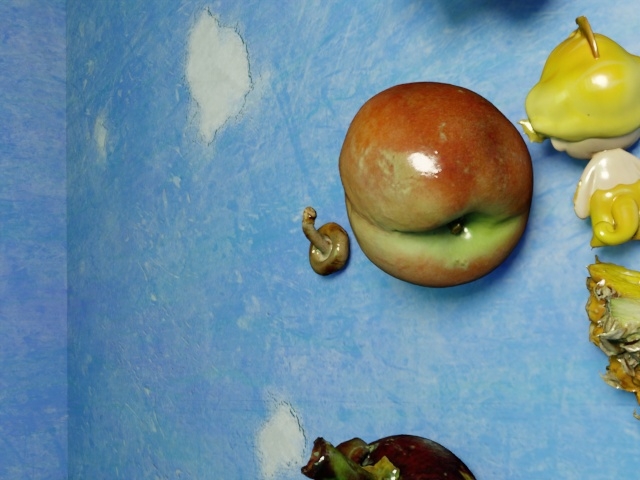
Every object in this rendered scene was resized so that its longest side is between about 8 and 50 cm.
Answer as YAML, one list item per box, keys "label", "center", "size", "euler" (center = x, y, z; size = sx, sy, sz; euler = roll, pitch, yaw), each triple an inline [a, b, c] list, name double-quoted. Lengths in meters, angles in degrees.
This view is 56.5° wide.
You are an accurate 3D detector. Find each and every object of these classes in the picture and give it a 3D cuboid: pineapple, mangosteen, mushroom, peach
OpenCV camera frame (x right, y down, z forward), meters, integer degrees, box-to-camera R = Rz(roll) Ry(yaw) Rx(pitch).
- label: "pineapple"
  center: [0.326, 0.126, 0.576]
  size: [0.250, 0.164, 0.140]
  euler: [32, 118, 42]
- label: "mangosteen"
  center: [0.081, 0.346, 0.742]
  size: [0.231, 0.289, 0.231]
  euler: [-28, 40, 27]
- label: "mushroom"
  center: [0.010, -0.003, 1.004]
  size: [0.088, 0.073, 0.129]
  euler: [-132, 23, -56]
- label: "peach"
  center: [0.139, -0.074, 0.743]
  size: [0.252, 0.252, 0.252]
  euler: [-6, 82, 49]

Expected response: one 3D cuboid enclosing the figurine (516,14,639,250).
- label: "figurine"
  center: [0.304, -0.118, 0.650]
  size: [0.156, 0.131, 0.246]
  euler: [-15, 86, 10]
